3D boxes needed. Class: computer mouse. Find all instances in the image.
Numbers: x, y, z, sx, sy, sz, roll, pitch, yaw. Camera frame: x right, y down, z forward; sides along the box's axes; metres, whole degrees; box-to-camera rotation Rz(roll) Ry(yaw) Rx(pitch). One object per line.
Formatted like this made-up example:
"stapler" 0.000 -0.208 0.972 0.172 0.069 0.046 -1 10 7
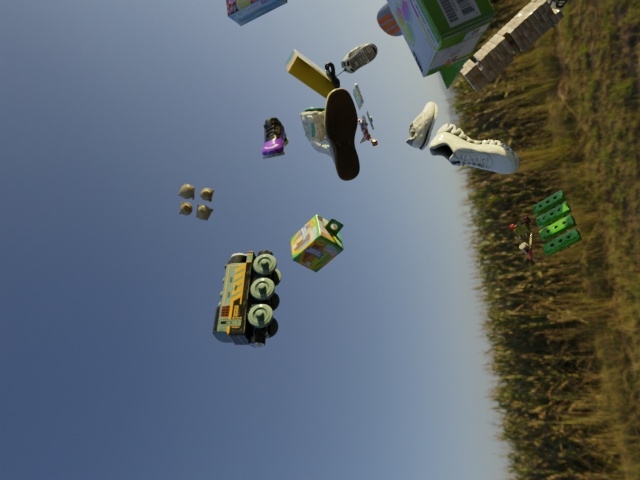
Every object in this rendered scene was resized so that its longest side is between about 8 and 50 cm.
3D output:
"computer mouse" 0.109 -0.618 1.423 0.106 0.193 0.042 39 -152 -50

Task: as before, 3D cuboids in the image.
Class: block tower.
"block tower" 0.658 -0.689 1.441 0.097 0.335 0.091 38 -152 -23

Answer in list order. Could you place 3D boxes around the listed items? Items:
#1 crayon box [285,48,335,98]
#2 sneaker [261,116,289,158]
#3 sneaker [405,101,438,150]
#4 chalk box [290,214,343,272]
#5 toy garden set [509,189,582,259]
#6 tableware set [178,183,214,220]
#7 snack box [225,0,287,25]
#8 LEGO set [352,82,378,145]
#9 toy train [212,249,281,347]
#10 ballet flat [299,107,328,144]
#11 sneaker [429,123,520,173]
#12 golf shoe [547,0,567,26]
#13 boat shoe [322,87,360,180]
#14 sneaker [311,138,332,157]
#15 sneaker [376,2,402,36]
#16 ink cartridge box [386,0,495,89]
"crayon box" -0.040 -0.699 1.724 0.202 0.081 0.318 29 -159 -20
"sneaker" -0.212 -0.458 1.795 0.293 0.102 0.146 -87 -13 -61
"sneaker" 0.454 -0.524 1.835 0.090 0.095 0.235 128 160 -76
"chalk box" 0.000 0.000 2.200 0.180 0.289 0.179 30 -148 -31
"toy garden set" 0.752 -0.029 1.377 0.049 0.204 0.244 35 -138 -17
"tableware set" -0.538 -0.165 1.771 0.020 0.169 0.141 26 -105 -84
"snack box" -0.196 -0.763 1.185 0.070 0.175 0.207 5 -105 -63
"LEGO set" 0.166 -0.493 1.666 0.182 0.060 0.244 -88 -24 -82
"toy train" -0.232 0.179 1.314 0.142 0.190 0.333 82 -173 -58
"ballet flat" 0.032 -0.437 1.579 0.409 0.147 0.146 -34 -68 -62
"sneaker" 0.494 -0.277 1.338 0.118 0.292 0.110 -44 -32 -29
"golf shoe" 0.853 -0.870 1.458 0.094 0.077 0.198 -128 31 -63
"boat shoe" 0.059 -0.329 1.279 0.089 0.105 0.285 -116 17 -58
"sneaker" 0.039 -0.477 2.109 0.080 0.212 0.094 -55 -10 -1
"sneaker" 0.281 -0.648 1.022 0.125 0.321 0.180 37 -101 -32
"ink cartridge box" 0.192 -0.393 0.750 0.255 0.097 0.188 69 178 -84
